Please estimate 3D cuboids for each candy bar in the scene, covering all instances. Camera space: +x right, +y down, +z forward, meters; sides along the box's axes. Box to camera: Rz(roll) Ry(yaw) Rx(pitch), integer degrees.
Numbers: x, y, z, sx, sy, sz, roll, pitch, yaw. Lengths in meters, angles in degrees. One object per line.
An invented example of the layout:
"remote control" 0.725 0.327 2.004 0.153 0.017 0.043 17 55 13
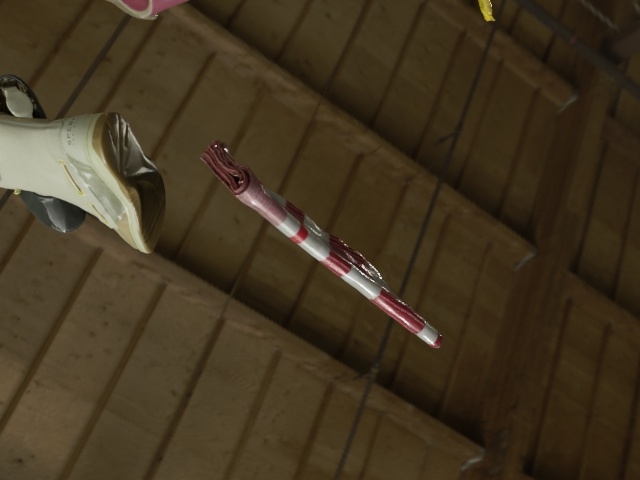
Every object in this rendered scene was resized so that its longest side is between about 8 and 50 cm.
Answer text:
"candy bar" 0.298 -0.488 1.641 0.018 0.040 0.161 -20 -70 -5

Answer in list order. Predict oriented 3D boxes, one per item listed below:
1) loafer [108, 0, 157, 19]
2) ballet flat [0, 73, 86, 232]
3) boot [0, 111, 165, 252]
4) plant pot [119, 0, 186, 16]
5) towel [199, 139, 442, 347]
"loafer" -0.281 -0.358 1.235 0.148 0.050 0.056 31 -158 20
"ballet flat" -0.456 -0.143 1.390 0.095 0.096 0.280 -25 -103 -20
"boot" -0.260 -0.062 0.911 0.165 0.213 0.077 5 -119 11
"plant pot" -0.191 -0.389 1.127 0.180 0.201 0.201 -43 -84 -22
"towel" 0.000 0.000 1.111 0.329 0.237 0.037 38 -87 -25
